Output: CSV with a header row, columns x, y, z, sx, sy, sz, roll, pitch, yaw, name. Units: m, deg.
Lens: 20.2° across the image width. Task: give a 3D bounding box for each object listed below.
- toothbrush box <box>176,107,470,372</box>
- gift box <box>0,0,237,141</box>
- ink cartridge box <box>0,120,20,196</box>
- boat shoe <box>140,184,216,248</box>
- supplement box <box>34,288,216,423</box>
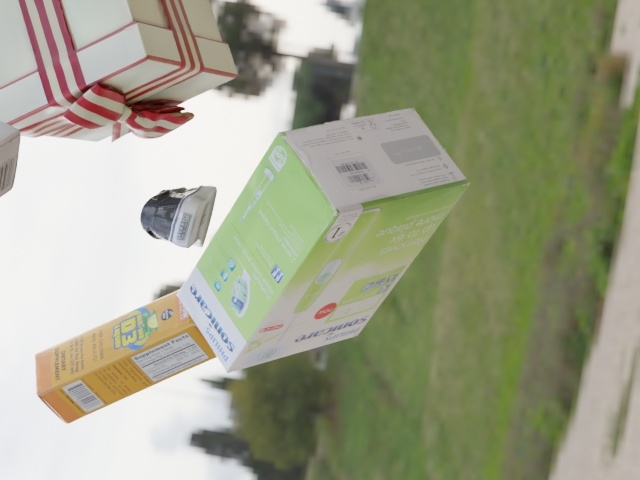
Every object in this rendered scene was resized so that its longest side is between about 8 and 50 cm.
x,y,z,sx,sy,sz,roll,pitch,yaw,name
0.000,0.000,1.985,0.206,0.122,0.283,-13,-30,-42,toothbrush box
-0.281,-0.245,2.190,0.255,0.276,0.258,-1,-111,-60,gift box
-0.430,-0.099,1.366,0.176,0.371,0.069,-44,-24,-52,ink cartridge box
-0.176,-0.031,2.179,0.228,0.076,0.080,-59,-16,-81,boat shoe
-0.241,0.142,2.254,0.080,0.233,0.078,56,-164,-42,supplement box
